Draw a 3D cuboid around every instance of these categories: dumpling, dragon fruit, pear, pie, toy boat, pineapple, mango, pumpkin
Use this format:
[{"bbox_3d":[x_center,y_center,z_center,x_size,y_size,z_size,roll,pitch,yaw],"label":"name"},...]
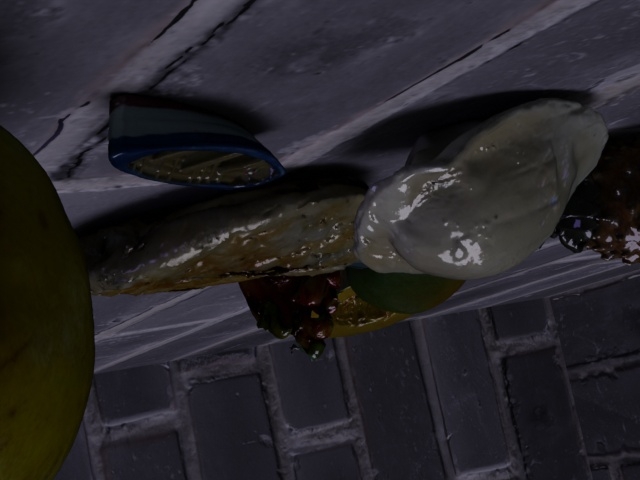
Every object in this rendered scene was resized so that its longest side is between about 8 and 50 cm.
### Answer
[{"bbox_3d":[0.142,-0.052,1.098,0.252,0.131,0.179,-21,148,-2],"label":"dumpling"},{"bbox_3d":[-0.042,0.056,1.467,0.138,0.175,0.142,11,138,-28],"label":"dragon fruit"},{"bbox_3d":[-0.248,0.049,0.685,0.269,0.269,0.321,-7,-177,-30],"label":"pear"},{"bbox_3d":[-0.096,0.007,1.277,0.339,0.077,0.339,-13,172,-2],"label":"pie"},{"bbox_3d":[-0.092,-0.066,0.894,0.080,0.046,0.229,-14,171,21],"label":"toy boat"},{"bbox_3d":[0.264,-0.039,1.338,0.310,0.141,0.170,-3,-165,-13],"label":"pineapple"},{"bbox_3d":[0.112,0.012,1.529,0.156,0.114,0.251,2,156,-4],"label":"mango"},{"bbox_3d":[0.061,0.052,1.770,0.217,0.110,0.217,-10,159,-4],"label":"pumpkin"}]

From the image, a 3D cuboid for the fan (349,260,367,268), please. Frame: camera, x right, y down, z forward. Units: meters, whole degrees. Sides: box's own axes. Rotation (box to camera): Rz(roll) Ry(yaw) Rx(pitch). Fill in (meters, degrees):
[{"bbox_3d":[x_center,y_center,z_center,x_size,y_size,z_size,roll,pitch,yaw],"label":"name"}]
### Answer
[{"bbox_3d":[0.000,0.000,1.449,0.175,0.005,0.113,2,147,34],"label":"fan"}]
